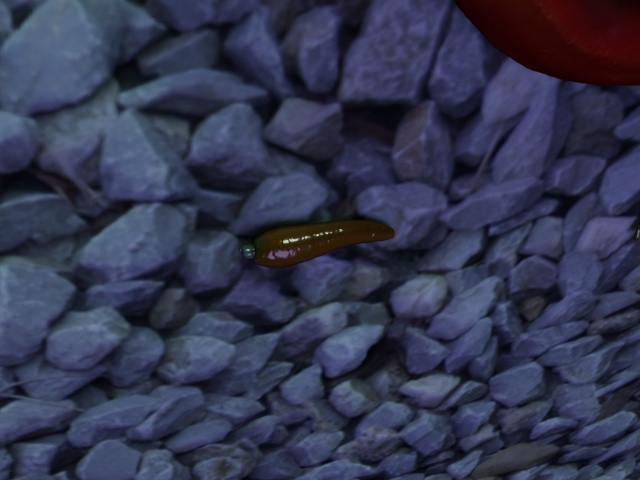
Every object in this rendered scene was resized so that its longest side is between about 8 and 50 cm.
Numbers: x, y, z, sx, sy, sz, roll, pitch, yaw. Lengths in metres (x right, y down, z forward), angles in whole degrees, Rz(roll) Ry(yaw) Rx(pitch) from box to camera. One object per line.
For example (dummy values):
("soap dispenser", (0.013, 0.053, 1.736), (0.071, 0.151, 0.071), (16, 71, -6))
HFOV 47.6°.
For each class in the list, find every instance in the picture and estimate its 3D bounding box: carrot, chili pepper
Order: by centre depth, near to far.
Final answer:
("chili pepper", (0.167, -0.180, 0.479), (0.368, 0.092, 0.137), (15, 119, -38))
("carrot", (0.000, 0.000, 0.617), (0.142, 0.035, 0.035), (-10, 134, -17))

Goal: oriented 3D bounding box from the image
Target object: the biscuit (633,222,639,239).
("biscuit", (0.345, -0.112, 0.641), (0.048, 0.026, 0.292), (4, 132, 3))
